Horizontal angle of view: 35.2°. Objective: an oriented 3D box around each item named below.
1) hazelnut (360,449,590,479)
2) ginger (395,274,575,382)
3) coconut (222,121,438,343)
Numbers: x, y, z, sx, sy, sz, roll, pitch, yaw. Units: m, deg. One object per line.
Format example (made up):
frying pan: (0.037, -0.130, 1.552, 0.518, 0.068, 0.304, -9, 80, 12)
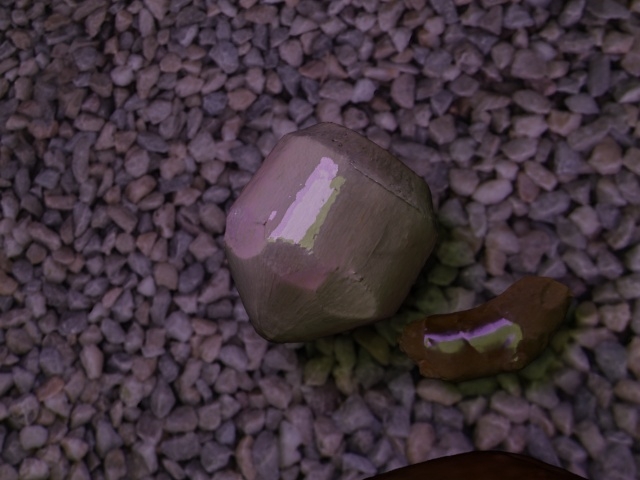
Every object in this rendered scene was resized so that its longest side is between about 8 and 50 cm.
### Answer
hazelnut: (0.144, 0.376, 0.809, 0.421, 0.353, 0.420, 1, 94, 20)
ginger: (0.172, 0.096, 1.040, 0.190, 0.069, 0.095, -17, 72, 15)
coconut: (0.000, 0.000, 1.066, 0.224, 0.224, 0.234, 38, 92, 28)
